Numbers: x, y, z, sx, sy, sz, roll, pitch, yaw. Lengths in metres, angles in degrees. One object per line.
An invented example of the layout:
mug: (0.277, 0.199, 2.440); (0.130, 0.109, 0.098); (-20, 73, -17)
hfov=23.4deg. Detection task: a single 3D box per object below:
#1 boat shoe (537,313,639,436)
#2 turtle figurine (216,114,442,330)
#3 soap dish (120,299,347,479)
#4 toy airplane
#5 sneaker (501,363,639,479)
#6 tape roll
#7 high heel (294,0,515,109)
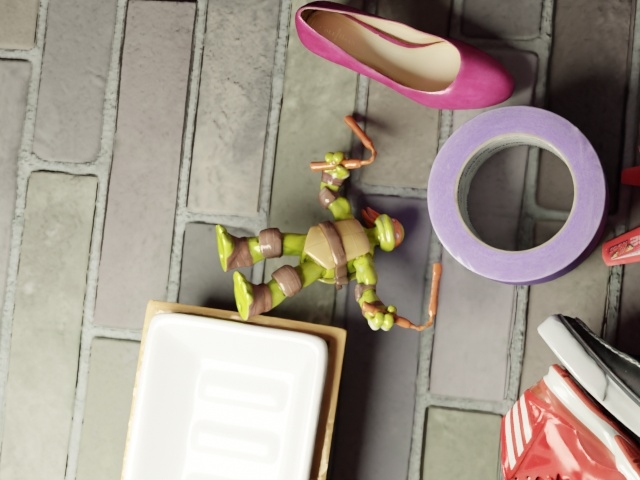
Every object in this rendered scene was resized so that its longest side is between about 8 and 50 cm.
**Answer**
boat shoe: (0.363, 0.162, 1.596); (0.301, 0.108, 0.102); (41, 96, 11)
turtle figurine: (0.000, 0.000, 1.692); (0.217, 0.087, 0.269); (-14, 69, -13)
soap dish: (-0.096, 0.224, 1.694); (0.229, 0.118, 0.290); (8, 88, 14)
toy airplane: (0.363, -0.028, 1.649); (0.151, 0.028, 0.151); (1, 92, 27)
sneaker: (0.278, 0.250, 1.632); (0.128, 0.087, 0.221); (-43, 65, 15)
tape roll: (0.213, -0.047, 1.662); (0.189, 0.080, 0.189); (-1, 85, 13)
high heel: (0.091, -0.205, 1.683); (0.244, 0.117, 0.082); (24, 91, 14)
